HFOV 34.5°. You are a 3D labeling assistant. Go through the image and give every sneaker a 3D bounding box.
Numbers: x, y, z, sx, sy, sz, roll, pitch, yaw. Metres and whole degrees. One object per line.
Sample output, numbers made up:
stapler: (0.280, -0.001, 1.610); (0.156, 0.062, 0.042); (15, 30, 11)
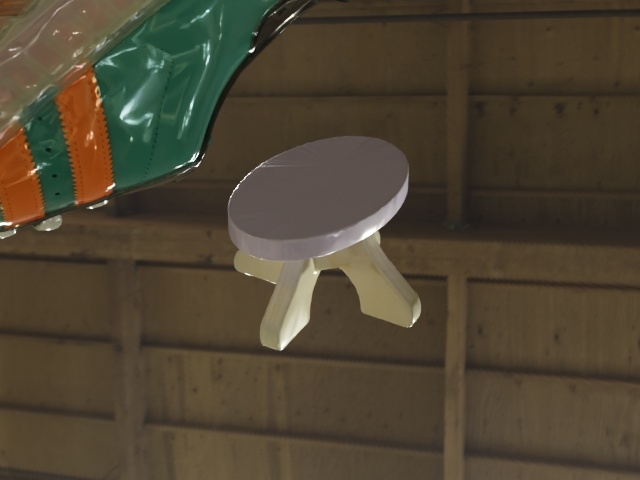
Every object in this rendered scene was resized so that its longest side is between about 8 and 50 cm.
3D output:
sneaker: (-0.113, -0.043, 0.386); (0.302, 0.121, 0.108); (-35, -125, 12)

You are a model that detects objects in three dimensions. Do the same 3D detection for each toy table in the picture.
toy table: (0.000, 0.000, 1.217); (0.252, 0.274, 0.161); (25, -50, 35)
